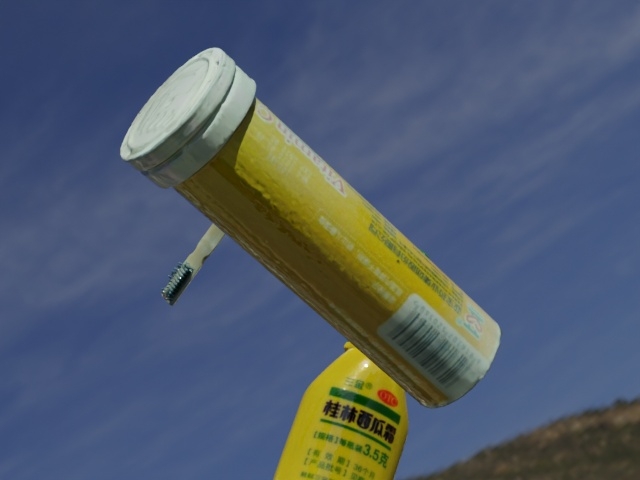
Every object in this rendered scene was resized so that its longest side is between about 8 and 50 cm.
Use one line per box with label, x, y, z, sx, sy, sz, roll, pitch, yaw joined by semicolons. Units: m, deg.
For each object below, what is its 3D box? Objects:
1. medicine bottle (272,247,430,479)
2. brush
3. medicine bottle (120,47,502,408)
medicine bottle;0.038;0.121;1.280;0.064;0.095;0.260;124;168;-61
brush;-0.097;0.013;1.190;0.083;0.016;0.013;-52;-38;6
medicine bottle;0.000;0.000;0.785;0.074;0.074;0.218;-41;-67;14
